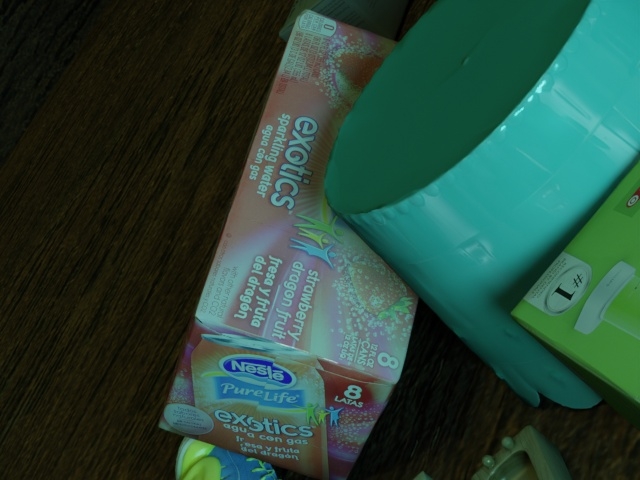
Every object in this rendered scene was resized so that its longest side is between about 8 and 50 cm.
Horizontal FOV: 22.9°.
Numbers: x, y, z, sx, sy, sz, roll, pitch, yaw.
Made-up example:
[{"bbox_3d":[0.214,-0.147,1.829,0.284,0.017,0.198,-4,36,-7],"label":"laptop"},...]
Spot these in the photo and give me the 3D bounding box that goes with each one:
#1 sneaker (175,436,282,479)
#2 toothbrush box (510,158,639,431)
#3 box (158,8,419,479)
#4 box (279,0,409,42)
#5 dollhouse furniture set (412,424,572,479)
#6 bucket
[{"bbox_3d":[-0.050,0.198,1.117,0.126,0.091,0.240,0,26,19],"label":"sneaker"},{"bbox_3d":[0.243,0.027,0.722,0.206,0.122,0.283,-50,20,-2],"label":"toothbrush box"},{"bbox_3d":[0.000,0.000,1.137,0.154,0.142,0.300,112,176,-51],"label":"box"},{"bbox_3d":[0.028,-0.244,1.679,0.102,0.087,0.101,-33,26,40],"label":"box"},{"bbox_3d":[0.052,0.165,0.869,0.151,0.123,0.144,-45,21,13],"label":"dollhouse furniture set"},{"bbox_3d":[0.148,-0.056,0.970,0.281,0.183,0.281,-42,22,21],"label":"bucket"}]
